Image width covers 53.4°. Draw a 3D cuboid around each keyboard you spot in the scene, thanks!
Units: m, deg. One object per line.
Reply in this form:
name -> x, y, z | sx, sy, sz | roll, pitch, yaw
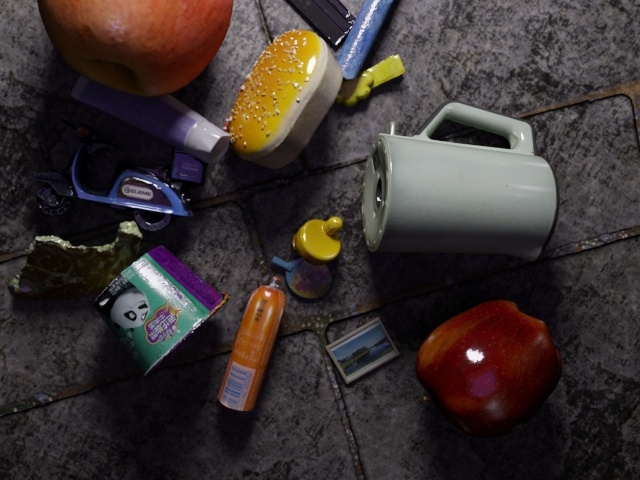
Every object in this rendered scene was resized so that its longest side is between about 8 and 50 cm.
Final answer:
keyboard -> -0.028, -0.541, 1.398 | 0.250, 0.017, 0.087 | 44, 92, -10

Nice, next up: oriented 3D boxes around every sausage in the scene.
sausage -> -0.150, 0.231, 1.468 | 0.093, 0.093, 0.311 | 17, 97, -7

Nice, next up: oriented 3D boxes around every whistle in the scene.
whistle -> 0.112, -0.484, 1.383 | 0.062, 0.062, 0.304 | 26, 89, -8

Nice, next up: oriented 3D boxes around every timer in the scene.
timer -> 0.000, 0.000, 1.436 | 0.107, 0.109, 0.107 | 15, 59, -26

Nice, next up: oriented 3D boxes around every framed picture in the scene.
framed picture -> 0.102, 0.265, 1.534 | 0.149, 0.011, 0.109 | -30, 100, 0

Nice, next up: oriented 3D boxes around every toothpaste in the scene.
toothpaste -> -0.363, -0.281, 1.345 | 0.371, 0.080, 0.125 | 30, 96, 10

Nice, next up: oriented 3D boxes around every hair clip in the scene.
hair clip -> 0.104, -0.355, 1.424 | 0.173, 0.046, 0.072 | -24, 96, 1

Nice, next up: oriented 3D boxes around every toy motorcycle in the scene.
toy motorcycle -> -0.433, -0.136, 1.378 | 0.359, 0.125, 0.212 | 9, 89, -9

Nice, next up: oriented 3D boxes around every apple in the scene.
apple -> 0.370, 0.290, 1.429 | 0.317, 0.288, 0.288 | -36, 100, -12
apple -> -0.356, -0.456, 1.208 | 0.364, 0.364, 0.363 | -1, 99, -5

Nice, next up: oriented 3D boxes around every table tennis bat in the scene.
table tennis bat -> -0.044, 0.077, 1.490 | 0.155, 0.019, 0.100 | 28, 96, -11

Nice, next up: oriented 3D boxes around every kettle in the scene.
kettle -> 0.298, -0.138, 1.403 | 0.377, 0.250, 0.360 | 4, 70, -8

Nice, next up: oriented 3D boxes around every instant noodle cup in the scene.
instant noodle cup -> -0.350, 0.141, 1.370 | 0.251, 0.251, 0.190 | -43, 91, 2

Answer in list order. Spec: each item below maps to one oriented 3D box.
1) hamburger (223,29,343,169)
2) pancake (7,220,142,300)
hamburger -> -0.082, -0.293, 1.331 | 0.151, 0.227, 0.295 | 33, 91, -32
pancake -> -0.539, 0.045, 1.376 | 0.377, 0.054, 0.197 | -19, 137, 14
